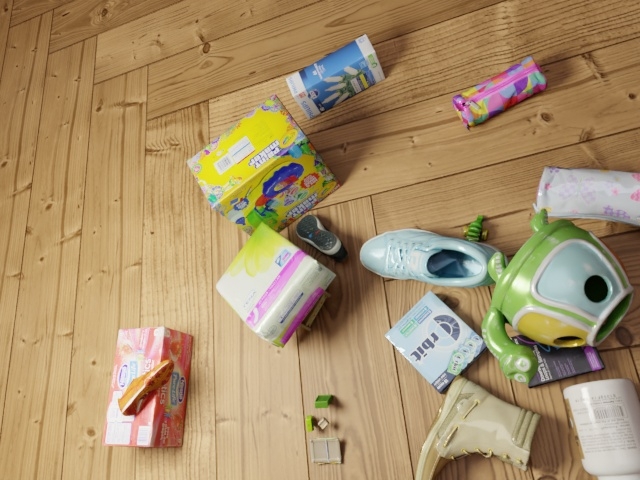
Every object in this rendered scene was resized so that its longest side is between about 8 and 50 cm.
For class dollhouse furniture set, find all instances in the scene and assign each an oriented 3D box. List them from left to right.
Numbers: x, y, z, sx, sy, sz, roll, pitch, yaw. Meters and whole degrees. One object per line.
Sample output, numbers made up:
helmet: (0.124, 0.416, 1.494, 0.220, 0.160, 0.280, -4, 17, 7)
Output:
dollhouse furniture set: (-0.089, 0.180, 1.397, 0.161, 0.101, 0.181, 23, 80, 52)
dollhouse furniture set: (0.010, 0.455, 1.275, 0.076, 0.058, 0.151, -7, 87, 11)

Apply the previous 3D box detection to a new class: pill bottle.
pill bottle: (0.566, 0.392, 1.020, 0.131, 0.131, 0.229, -13, 66, 16)

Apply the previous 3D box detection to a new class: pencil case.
pencil case: (0.459, -0.380, 1.370, 0.236, 0.104, 0.104, -28, 63, 9)
pencil case: (0.630, -0.097, 1.190, 0.273, 0.113, 0.124, 11, 95, 24)

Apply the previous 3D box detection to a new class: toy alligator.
toy alligator: (0.364, 0.020, 1.283, 0.056, 0.051, 0.189, 14, 76, 25)

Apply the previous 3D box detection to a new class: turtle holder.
turtle holder: (0.471, 0.112, 1.075, 0.320, 0.243, 0.227, -29, 46, -25)

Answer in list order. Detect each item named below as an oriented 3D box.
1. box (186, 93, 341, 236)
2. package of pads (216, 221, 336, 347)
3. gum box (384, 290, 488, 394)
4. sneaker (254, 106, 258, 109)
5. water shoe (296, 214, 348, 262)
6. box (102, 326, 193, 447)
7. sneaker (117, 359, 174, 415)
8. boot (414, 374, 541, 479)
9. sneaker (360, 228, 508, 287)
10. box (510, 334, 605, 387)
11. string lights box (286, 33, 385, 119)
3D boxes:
box: (-0.142, -0.180, 1.426, 0.290, 0.279, 0.177, -37, 62, 6)
package of pads: (-0.124, 0.107, 1.325, 0.229, 0.101, 0.296, -54, 37, -1)
gum box: (0.271, 0.237, 1.244, 0.157, 0.041, 0.184, -45, 61, 0)
sneaker: (-0.200, -0.316, 1.608, 0.064, 0.086, 0.192, 9, 74, 24)
water shoe: (0.000, 0.000, 1.425, 0.073, 0.080, 0.203, -43, 37, -2)
box: (-0.456, 0.392, 1.411, 0.154, 0.142, 0.299, -7, 68, 18)
sneaker: (-0.435, 0.352, 1.303, 0.175, 0.064, 0.067, -43, 53, -3)
boot: (0.330, 0.445, 1.117, 0.204, 0.095, 0.262, 22, 76, 25)
sneaker: (0.240, 0.036, 1.241, 0.366, 0.150, 0.135, 1, 88, 32)
box: (0.513, 0.245, 1.154, 0.162, 0.029, 0.116, -21, 65, 14)
string lights box: (0.046, -0.473, 1.544, 0.260, 0.133, 0.076, -27, 64, 11)
